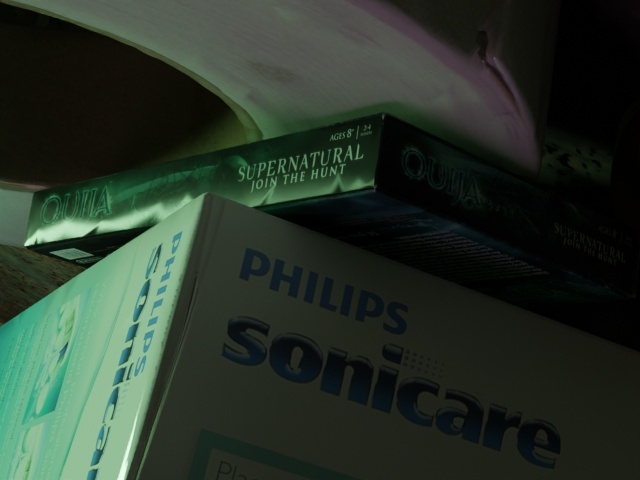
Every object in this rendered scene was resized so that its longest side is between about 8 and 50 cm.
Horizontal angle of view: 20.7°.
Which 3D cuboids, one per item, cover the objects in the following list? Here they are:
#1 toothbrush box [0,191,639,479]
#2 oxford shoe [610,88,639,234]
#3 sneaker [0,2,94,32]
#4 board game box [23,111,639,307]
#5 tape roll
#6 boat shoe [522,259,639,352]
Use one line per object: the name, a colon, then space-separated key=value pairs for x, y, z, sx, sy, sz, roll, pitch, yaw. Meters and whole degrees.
toothbrush box: x=-0.013 y=0.102 z=0.670 sx=0.216 sy=0.126 sz=0.295 roll=21 pitch=159 yaw=-20
oxford shoe: x=0.132 y=-0.011 z=0.585 sx=0.076 sy=0.076 sz=0.212 roll=25 pitch=170 yaw=1
sneaker: x=-0.154 y=-0.126 z=0.754 sx=0.121 sy=0.099 sz=0.262 roll=8 pitch=166 yaw=0
board game box: x=0.000 y=0.000 z=0.615 sx=0.126 sy=0.026 sz=0.186 roll=21 pitch=161 yaw=-40
tape roll: x=-0.113 y=-0.076 z=0.586 sx=0.392 sy=0.072 sz=0.392 roll=8 pitch=164 yaw=2
boat shoe: x=0.066 y=0.017 z=0.787 sx=0.324 sy=0.123 sz=0.120 roll=18 pitch=149 yaw=23
